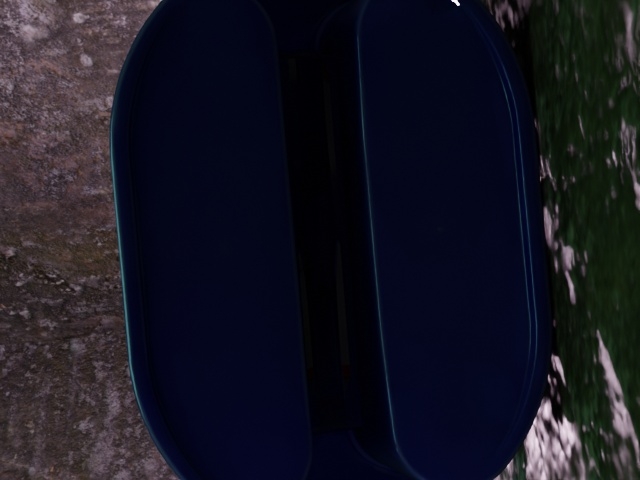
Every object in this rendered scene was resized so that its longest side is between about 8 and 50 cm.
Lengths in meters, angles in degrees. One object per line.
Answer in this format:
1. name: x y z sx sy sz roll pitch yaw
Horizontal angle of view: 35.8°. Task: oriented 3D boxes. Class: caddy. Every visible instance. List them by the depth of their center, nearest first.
1. caddy: 0.000 0.000 0.586 0.179 0.241 0.342 177 88 -83
